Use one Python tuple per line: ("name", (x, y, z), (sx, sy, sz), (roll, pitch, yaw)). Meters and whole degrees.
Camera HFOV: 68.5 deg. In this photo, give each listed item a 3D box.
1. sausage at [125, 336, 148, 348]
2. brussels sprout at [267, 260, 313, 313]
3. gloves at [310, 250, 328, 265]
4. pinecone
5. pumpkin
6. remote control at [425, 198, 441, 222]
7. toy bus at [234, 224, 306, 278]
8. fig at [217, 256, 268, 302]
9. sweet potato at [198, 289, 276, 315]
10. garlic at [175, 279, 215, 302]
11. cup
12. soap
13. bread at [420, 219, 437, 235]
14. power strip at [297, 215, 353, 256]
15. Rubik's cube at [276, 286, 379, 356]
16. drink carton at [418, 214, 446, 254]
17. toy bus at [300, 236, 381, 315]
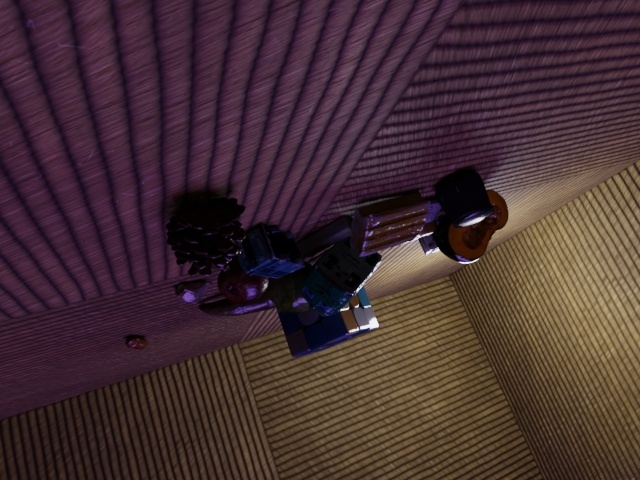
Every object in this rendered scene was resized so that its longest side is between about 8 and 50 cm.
("sausage", (-0.853, 0.472, 2.172), (0.062, 0.054, 0.183), (-52, 164, -8))
("brussels sprout", (-0.105, 0.186, 1.901), (0.220, 0.210, 0.271), (-26, 180, -10))
("gloves", (0.015, 0.111, 2.018), (0.229, 0.097, 0.119), (-25, 121, 41))
("pinecone", (-0.274, -0.006, 1.135), (0.186, 0.168, 0.212), (-1, 146, -15))
("pumpkin", (0.580, -0.065, 1.931), (0.325, 0.242, 0.232), (-46, -168, -13))
("remote control", (0.329, -0.105, 1.776), (0.313, 0.055, 0.109), (-10, 143, -26))
("toy bus", (-0.161, 0.043, 1.507), (0.147, 0.128, 0.256), (-27, 164, 14))
("fig", (-0.247, 0.119, 1.635), (0.175, 0.175, 0.207), (-36, -179, 42))
("sweet potato", (-0.307, 0.257, 2.030), (0.423, 0.130, 0.130), (-15, 163, -16))
("garlic", (-0.460, 0.188, 1.708), (0.152, 0.066, 0.084), (-1, 152, -45))
("cup", (0.511, -0.137, 1.678), (0.169, 0.176, 0.223), (-25, 163, 1))
("soap", (0.242, -0.059, 1.632), (0.274, 0.089, 0.173), (-15, 132, -27))
("bread", (0.412, -0.070, 1.895), (0.125, 0.106, 0.082), (-12, 162, -36))
("power strip", (0.000, 0.000, 1.702), (0.288, 0.053, 0.093), (-30, 162, 27))
("Rubik's cube", (0.024, 0.343, 2.325), (0.347, 0.346, 0.344), (-31, 160, 28))
("drink carton", (0.556, -0.036, 2.131), (0.223, 0.134, 0.102), (-19, 166, -5))
("toy bus", (0.069, 0.127, 1.740), (0.199, 0.184, 0.343), (-54, 172, 34))
